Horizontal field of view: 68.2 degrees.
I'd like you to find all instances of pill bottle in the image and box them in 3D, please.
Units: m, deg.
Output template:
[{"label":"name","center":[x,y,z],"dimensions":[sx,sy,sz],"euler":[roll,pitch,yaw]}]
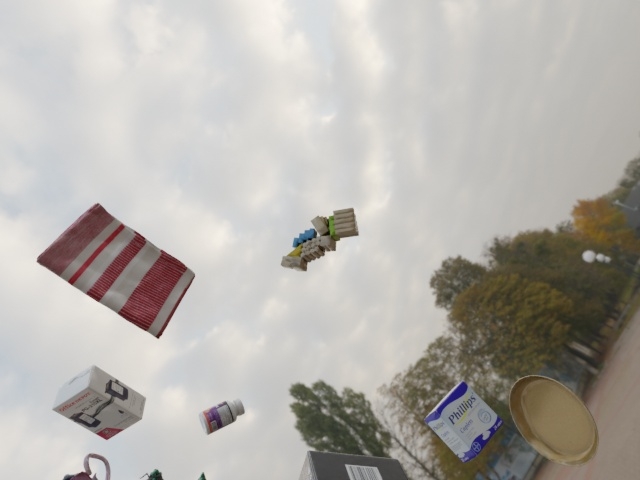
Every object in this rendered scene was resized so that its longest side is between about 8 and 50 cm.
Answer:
[{"label":"pill bottle","center":[-0.453,0.805,2.184],"dimensions":[0.193,0.108,0.108],"euler":[-18,-47,-29]}]

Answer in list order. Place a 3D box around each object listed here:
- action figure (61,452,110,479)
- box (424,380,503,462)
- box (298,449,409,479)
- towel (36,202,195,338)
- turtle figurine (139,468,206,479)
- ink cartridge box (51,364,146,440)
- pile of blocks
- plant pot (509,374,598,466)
[{"label":"action figure","center":[-0.716,0.940,1.561],"dimensions":[0.276,0.370,0.248],"euler":[-50,-30,-11]},{"label":"box","center":[0.356,0.449,1.179],"dimensions":[0.126,0.137,0.072],"euler":[-31,-25,-33]},{"label":"box","center":[0.124,1.263,2.155],"dimensions":[0.479,0.297,0.472],"euler":[13,-78,-16]},{"label":"towel","center":[-0.490,0.070,1.188],"dimensions":[0.037,0.329,0.237],"euler":[-40,20,34]},{"label":"turtle figurine","center":[-0.426,0.707,1.269],"dimensions":[0.234,0.175,0.118],"euler":[-9,-26,-3]},{"label":"ink cartridge box","center":[-0.748,0.553,1.608],"dimensions":[0.172,0.100,0.237],"euler":[-33,-58,12]},{"label":"pile of blocks","center":[0.000,0.000,1.906],"dimensions":[0.362,0.149,0.112],"euler":[-32,-24,6]},{"label":"plant pot","center":[0.597,0.455,1.213],"dimensions":[0.032,0.236,0.236],"euler":[-14,-50,-32]}]
